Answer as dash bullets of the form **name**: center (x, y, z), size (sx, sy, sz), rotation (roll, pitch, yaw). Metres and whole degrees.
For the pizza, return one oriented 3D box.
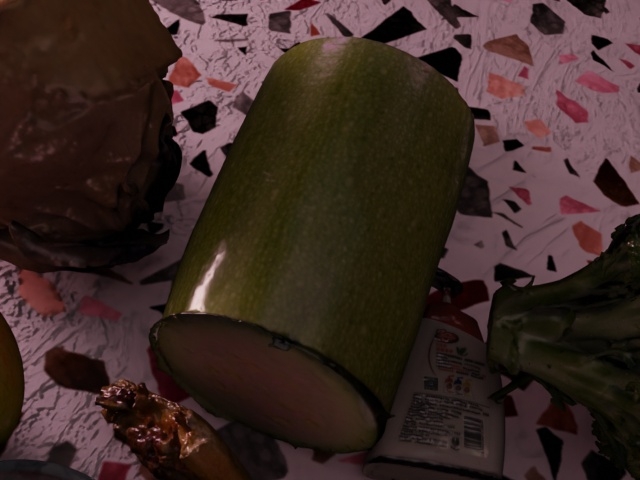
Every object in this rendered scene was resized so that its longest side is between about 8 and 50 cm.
- **pizza**: center (-0.160, 0.200, 0.963), size (0.194, 0.154, 0.069), rotation (24, 67, 30)

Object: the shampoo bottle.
- **shampoo bottle**: center (0.136, 0.149, 1.100), size (0.153, 0.071, 0.284), rotation (14, 49, -6)

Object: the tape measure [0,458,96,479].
- **tape measure**: center (-0.260, 0.324, 0.808), size (0.256, 0.147, 0.275), rotation (-16, 61, -26)

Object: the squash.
- **squash**: center (0.000, 0.000, 1.026), size (0.263, 0.263, 0.384), rotation (21, 60, 1)

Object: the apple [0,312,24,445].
- **apple**: center (-0.373, 0.138, 0.894), size (0.196, 0.196, 0.196), rotation (8, 52, -10)

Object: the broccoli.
- **broccoli**: center (0.322, 0.118, 1.037), size (0.283, 0.321, 0.303), rotation (6, 64, 5)

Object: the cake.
- **cake**: center (-0.284, -0.119, 1.088), size (0.332, 0.332, 0.321), rotation (-38, 108, -34)
